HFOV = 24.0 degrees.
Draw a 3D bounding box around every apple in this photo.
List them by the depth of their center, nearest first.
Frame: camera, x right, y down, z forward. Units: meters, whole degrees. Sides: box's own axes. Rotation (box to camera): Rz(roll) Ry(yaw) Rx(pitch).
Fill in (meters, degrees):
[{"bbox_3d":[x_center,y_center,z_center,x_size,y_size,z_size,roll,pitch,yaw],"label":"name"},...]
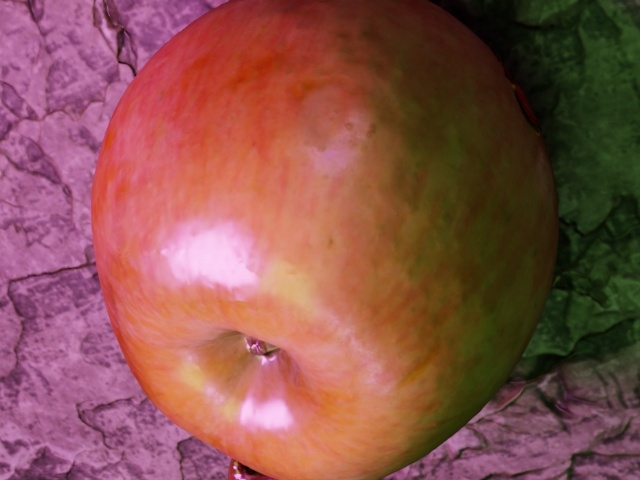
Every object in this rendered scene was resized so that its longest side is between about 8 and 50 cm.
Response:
[{"bbox_3d":[0.000,0.000,1.218,0.391,0.346,0.391,10,128,13],"label":"apple"}]

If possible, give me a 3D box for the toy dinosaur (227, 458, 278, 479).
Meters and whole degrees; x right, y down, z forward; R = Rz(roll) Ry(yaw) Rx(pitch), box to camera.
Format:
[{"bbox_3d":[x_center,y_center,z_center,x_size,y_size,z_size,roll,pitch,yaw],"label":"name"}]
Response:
[{"bbox_3d":[-0.017,0.244,1.510,0.206,0.113,0.327,13,121,9],"label":"toy dinosaur"}]
